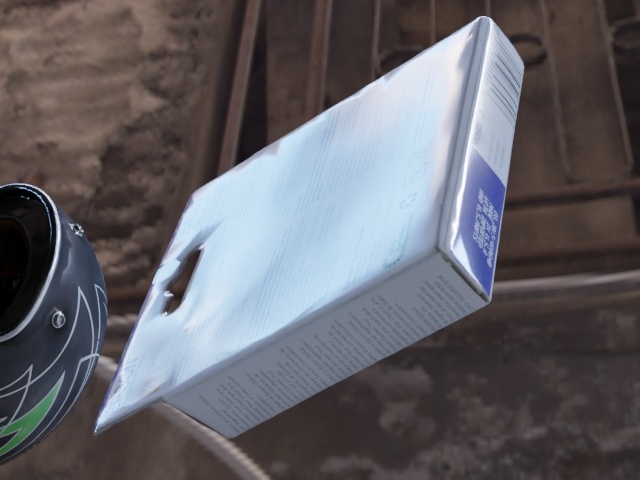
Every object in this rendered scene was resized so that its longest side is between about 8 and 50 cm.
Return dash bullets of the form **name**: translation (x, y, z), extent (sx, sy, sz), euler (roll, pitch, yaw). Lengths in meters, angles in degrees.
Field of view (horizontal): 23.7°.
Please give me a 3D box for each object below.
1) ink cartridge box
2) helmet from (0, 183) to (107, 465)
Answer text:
- **ink cartridge box**: translation (0.000, 0.000, 1.186), extent (0.330, 0.324, 0.071), euler (-30, -65, 30)
- **helmet**: translation (-0.202, 0.048, 0.842), extent (0.161, 0.169, 0.169), euler (7, -50, -26)
